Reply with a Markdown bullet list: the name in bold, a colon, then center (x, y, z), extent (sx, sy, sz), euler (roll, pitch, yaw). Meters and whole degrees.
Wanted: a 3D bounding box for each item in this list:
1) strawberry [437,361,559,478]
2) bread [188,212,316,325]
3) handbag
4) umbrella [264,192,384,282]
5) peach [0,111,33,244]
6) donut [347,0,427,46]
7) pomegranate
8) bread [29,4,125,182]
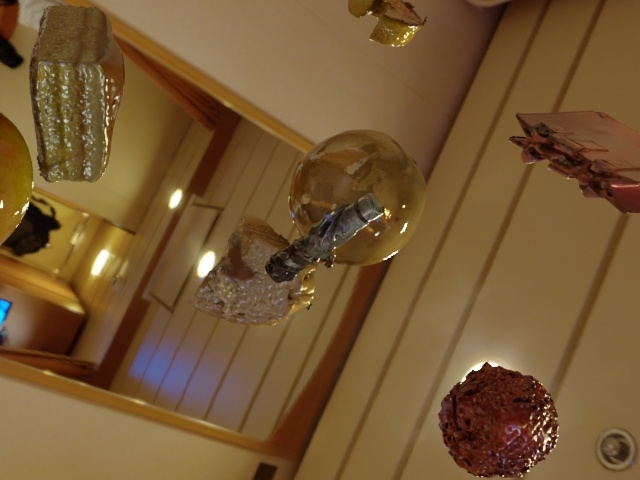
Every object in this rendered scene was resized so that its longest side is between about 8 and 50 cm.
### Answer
- **strawberry**: center (0.284, 0.282, 0.912), extent (0.201, 0.187, 0.184), euler (80, 25, -72)
- **bread**: center (-0.110, 0.073, 1.173), extent (0.183, 0.211, 0.224), euler (-64, -179, 13)
- **handbag**: center (0.354, -0.101, 0.724), extent (0.212, 0.158, 0.059), euler (-124, -144, -51)
- **umbrella**: center (0.000, 0.000, 0.753), extent (0.188, 0.050, 0.046), euler (-32, -109, 31)
- **peach**: center (-0.458, -0.065, 0.670), extent (0.231, 0.231, 0.230), euler (-39, -145, 35)
- **donut**: center (0.139, -0.468, 1.216), extent (0.181, 0.146, 0.078), euler (56, -45, 34)
- **pomegranate**: center (0.072, -0.079, 1.272), extent (0.319, 0.319, 0.319), euler (-39, -145, 35)
- **bread**: center (-0.339, -0.213, 0.820), extent (0.234, 0.111, 0.184), euler (-116, -147, -47)
